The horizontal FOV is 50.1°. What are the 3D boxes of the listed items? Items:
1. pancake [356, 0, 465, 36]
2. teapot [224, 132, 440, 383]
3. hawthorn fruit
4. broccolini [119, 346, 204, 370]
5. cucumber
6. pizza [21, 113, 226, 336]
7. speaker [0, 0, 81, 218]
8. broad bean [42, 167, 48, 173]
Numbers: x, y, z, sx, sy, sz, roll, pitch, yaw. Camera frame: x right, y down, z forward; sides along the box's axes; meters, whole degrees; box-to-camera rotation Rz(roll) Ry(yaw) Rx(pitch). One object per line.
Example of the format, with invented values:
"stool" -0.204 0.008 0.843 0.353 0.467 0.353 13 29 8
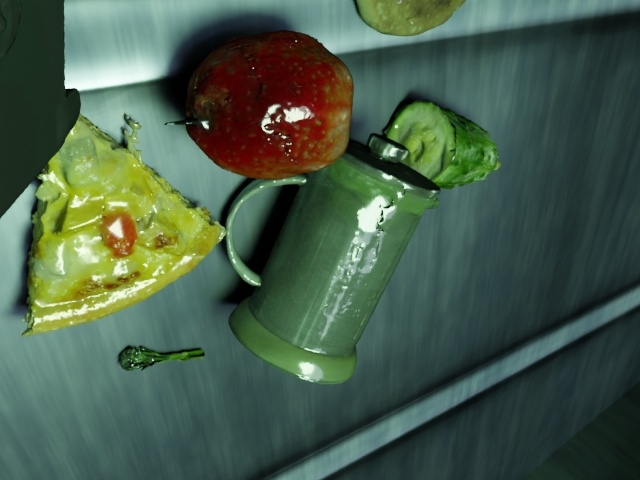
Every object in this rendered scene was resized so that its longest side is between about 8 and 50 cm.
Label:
"pancake" 0.141 -0.379 0.889 0.242 0.050 0.242 -24 133 -28
"teapot" 0.000 0.000 0.970 0.270 0.200 0.337 22 105 -14
"hawthorn fruit" -0.074 -0.153 0.773 0.235 0.181 0.181 -10 126 -42
"broccolini" -0.229 0.167 1.004 0.140 0.030 0.035 -1 85 -47
"cucumber" 0.218 -0.139 1.095 0.244 0.134 0.134 5 117 -48
"pizza" -0.257 -0.026 0.785 0.280 0.075 0.287 -34 138 -19
"speaker" -0.297 -0.125 0.473 0.184 0.254 0.232 17 130 -2
"broad bean" -0.303 -0.215 0.610 0.067 0.075 0.325 -75 168 -50
